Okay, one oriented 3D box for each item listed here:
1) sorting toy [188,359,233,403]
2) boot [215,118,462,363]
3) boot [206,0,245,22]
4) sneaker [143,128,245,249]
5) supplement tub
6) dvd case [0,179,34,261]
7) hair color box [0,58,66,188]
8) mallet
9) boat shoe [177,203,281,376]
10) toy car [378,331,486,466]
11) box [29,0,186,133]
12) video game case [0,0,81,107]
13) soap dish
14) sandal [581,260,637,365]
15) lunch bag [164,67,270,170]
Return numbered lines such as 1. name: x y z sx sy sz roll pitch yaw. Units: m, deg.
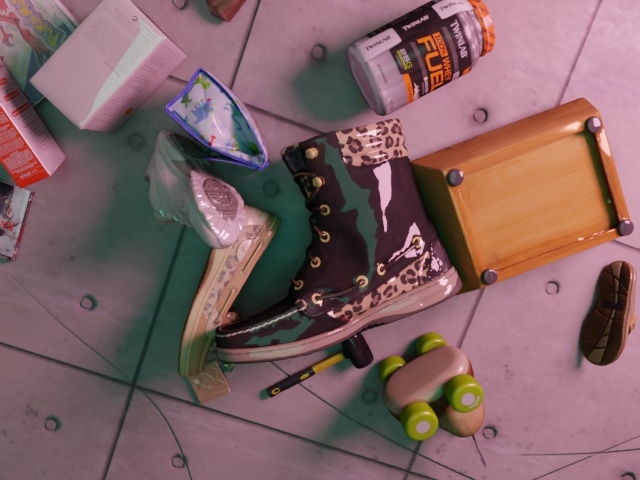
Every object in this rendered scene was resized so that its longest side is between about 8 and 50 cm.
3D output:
1. sorting toy: -0.176 0.232 0.862 0.083 0.012 0.062 -23 94 5
2. boot: 0.000 0.000 0.749 0.377 0.138 0.284 -17 95 -7
3. boot: -0.140 -0.398 0.761 0.114 0.037 0.106 -41 96 9
4. sneaker: -0.192 -0.055 0.752 0.115 0.090 0.232 -52 52 21
5. supplement tub: 0.146 -0.274 0.747 0.190 0.117 0.117 -28 98 2
6. dvd case: -0.511 -0.036 0.809 0.087 0.013 0.120 20 98 -5
7. hair color box: -0.442 -0.168 0.727 0.053 0.093 0.167 -23 118 0
8. mallet: 0.001 0.221 0.860 0.189 0.039 0.062 -36 100 8
9. boat shoe: -0.146 0.082 0.795 0.089 0.104 0.285 19 94 -10
10. toy car: 0.201 0.274 0.823 0.149 0.155 0.188 -33 111 3
11. box: -0.292 -0.245 0.727 0.170 0.130 0.091 -44 98 4
12. video game case: -0.454 -0.299 0.728 0.183 0.023 0.201 -37 123 3
13. soap dish: 0.311 -0.063 0.785 0.290 0.118 0.229 -20 99 0
14. sandal: 0.490 0.124 0.852 0.049 0.072 0.180 11 94 -25
15. lunch bag: -0.135 -0.159 0.747 0.151 0.129 0.096 41 96 -9
